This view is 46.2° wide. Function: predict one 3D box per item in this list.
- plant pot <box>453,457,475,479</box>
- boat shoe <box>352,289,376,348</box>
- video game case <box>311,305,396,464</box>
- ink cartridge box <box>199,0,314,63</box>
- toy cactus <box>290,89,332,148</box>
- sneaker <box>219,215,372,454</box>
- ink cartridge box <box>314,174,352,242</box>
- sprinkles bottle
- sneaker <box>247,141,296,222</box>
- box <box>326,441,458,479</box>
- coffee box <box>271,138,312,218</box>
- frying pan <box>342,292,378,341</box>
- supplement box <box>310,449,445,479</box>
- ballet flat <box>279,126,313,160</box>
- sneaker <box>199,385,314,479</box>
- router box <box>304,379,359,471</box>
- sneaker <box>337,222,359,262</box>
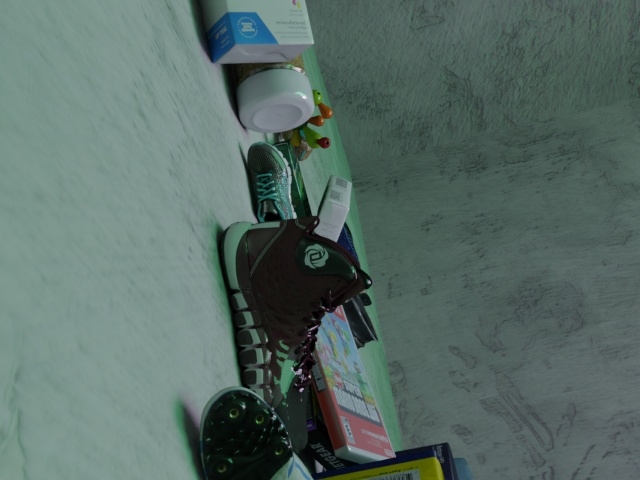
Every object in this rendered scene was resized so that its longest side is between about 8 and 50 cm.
[{"bbox_3d":[0.185,0.563,1.406,0.290,0.195,0.290,177,-90,-89],"label":"plant pot"},{"bbox_3d":[0.051,0.147,1.747,0.112,0.095,0.335,46,15,-21],"label":"boat shoe"},{"bbox_3d":[0.027,0.192,1.113,0.204,0.025,0.285,41,25,-58],"label":"video game case"},{"bbox_3d":[-0.105,-0.378,1.078,0.078,0.134,0.231,-17,-96,57],"label":"ink cartridge box"},{"bbox_3d":[-0.071,-0.258,1.385,0.219,0.112,0.180,47,-10,-18],"label":"toy cactus"},{"bbox_3d":[-0.011,0.102,0.869,0.106,0.162,0.281,1,76,-83],"label":"sneaker"},{"bbox_3d":[0.000,0.000,1.477,0.181,0.056,0.225,-80,-168,-70],"label":"ink cartridge box"},{"bbox_3d":[-0.098,-0.356,1.225,0.121,0.121,0.355,60,18,-69],"label":"sprinkles bottle"},{"bbox_3d":[-0.073,-0.067,1.139,0.076,0.065,0.166,-73,148,-69],"label":"sneaker"},{"bbox_3d":[0.112,0.401,1.137,0.153,0.207,0.108,-55,132,-82],"label":"box"},{"bbox_3d":[-0.053,-0.101,1.454,0.113,0.040,0.184,-72,149,-79],"label":"coffee box"},{"bbox_3d":[0.057,0.103,1.552,0.197,0.053,0.326,62,4,-12],"label":"frying pan"},{"bbox_3d":[0.068,0.407,0.807,0.356,0.195,0.194,-71,147,-79],"label":"supplement box"},{"bbox_3d":[-0.060,-0.229,1.573,0.206,0.073,0.067,-108,-143,-56],"label":"ballet flat"},{"bbox_3d":[-0.055,0.218,0.694,0.086,0.085,0.237,41,-22,53],"label":"sneaker"},{"bbox_3d":[0.007,0.259,1.105,0.179,0.046,0.133,54,22,-45],"label":"router box"},{"bbox_3d":[0.066,0.037,2.035,0.090,0.081,0.232,23,53,-73],"label":"sneaker"}]
